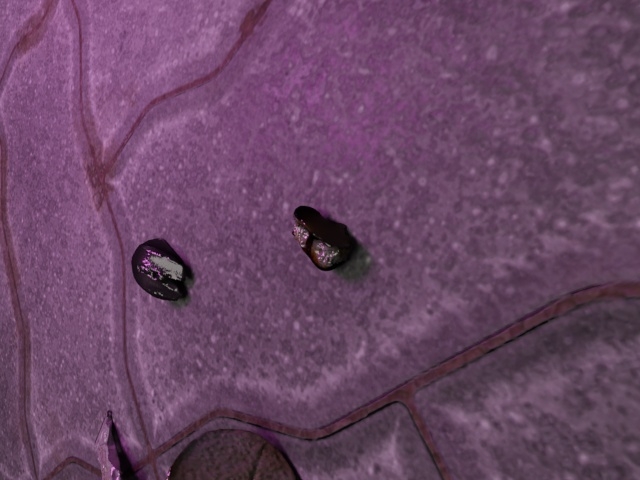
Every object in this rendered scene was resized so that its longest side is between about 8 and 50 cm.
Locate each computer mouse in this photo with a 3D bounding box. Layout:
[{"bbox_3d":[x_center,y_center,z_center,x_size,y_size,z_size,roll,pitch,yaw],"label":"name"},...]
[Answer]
[{"bbox_3d":[-0.252,0.044,0.749,0.135,0.047,0.079,27,107,36],"label":"computer mouse"}]

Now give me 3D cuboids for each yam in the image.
[{"bbox_3d":[-0.125,0.387,0.553,0.168,0.168,0.304,28,108,38],"label":"yam"}]

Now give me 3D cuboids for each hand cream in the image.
[{"bbox_3d":[-0.322,0.396,0.801,0.257,0.050,0.084,38,116,38],"label":"hand cream"}]

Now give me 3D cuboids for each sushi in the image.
[{"bbox_3d":[0.000,0.000,0.545,0.083,0.044,0.046,45,138,34],"label":"sushi"}]
